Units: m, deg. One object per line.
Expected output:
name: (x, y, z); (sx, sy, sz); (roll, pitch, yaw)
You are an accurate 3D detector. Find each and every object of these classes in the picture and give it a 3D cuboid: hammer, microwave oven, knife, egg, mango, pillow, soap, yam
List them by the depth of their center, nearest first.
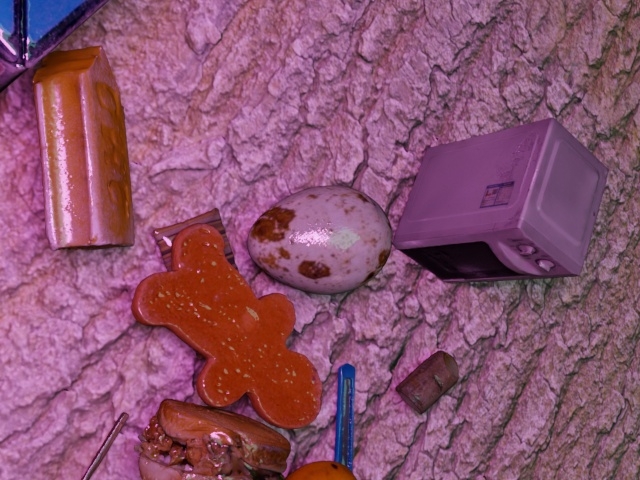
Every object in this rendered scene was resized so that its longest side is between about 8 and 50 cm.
soap: (-0.302, -0.117, 1.079); (0.080, 0.160, 0.257); (-5, 89, 2)
hammer: (-0.331, 0.354, 1.098); (0.058, 0.029, 0.292); (44, 61, -27)
pillow: (-0.167, 0.063, 1.236); (0.113, 0.038, 0.203); (-22, 97, -32)
mango: (-0.018, 0.405, 1.277); (0.178, 0.090, 0.115); (-46, 110, -29)
egg: (0.000, 0.000, 1.286); (0.231, 0.169, 0.169); (-3, 87, -25)
knife: (0.035, 0.348, 1.363); (0.044, 0.026, 0.296); (5, 83, -24)
microwave oven: (0.308, -0.052, 1.433); (0.181, 0.295, 0.237); (34, 67, -28)
yam: (0.193, 0.244, 1.460); (0.146, 0.070, 0.069); (-33, 105, -32)

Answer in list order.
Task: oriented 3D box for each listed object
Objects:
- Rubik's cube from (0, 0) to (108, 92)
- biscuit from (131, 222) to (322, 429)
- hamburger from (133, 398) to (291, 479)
Rubik's cube: (-0.384, -0.341, 0.982); (0.259, 0.255, 0.260); (49, 60, -23)
biscuit: (-0.120, 0.143, 1.191); (0.324, 0.049, 0.205); (44, 53, -13)
hamburger: (-0.138, 0.297, 1.147); (0.215, 0.190, 0.122); (22, 79, -48)
